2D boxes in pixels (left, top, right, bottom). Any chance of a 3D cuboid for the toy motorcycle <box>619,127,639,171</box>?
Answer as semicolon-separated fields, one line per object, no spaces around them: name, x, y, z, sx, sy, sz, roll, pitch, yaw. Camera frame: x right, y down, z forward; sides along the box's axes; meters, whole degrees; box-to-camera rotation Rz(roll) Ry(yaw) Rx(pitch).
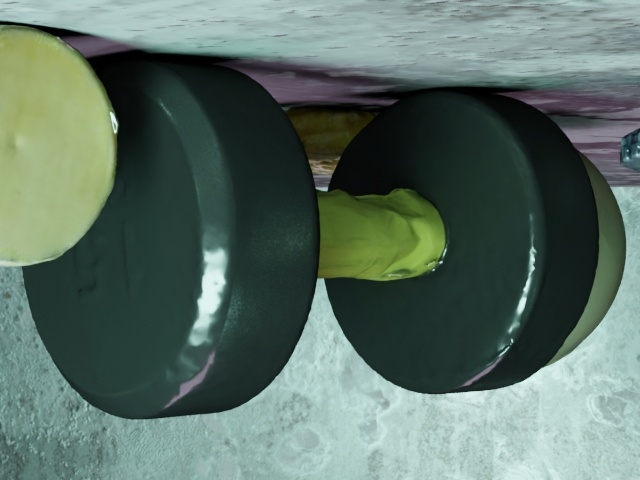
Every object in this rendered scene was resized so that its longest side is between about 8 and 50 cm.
toy motorcycle;0.288;-0.061;0.865;0.118;0.084;0.212;11;168;-39

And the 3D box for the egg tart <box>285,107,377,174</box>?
egg tart;0.006;-0.079;1.126;0.129;0.049;0.129;1;-174;0

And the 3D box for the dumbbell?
dumbbell;0.000;0.000;0.895;0.322;0.203;0.204;1;180;-42

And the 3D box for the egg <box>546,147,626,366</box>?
egg;0.141;0.007;1.225;0.269;0.219;0.219;-7;-176;-37

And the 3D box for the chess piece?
chess piece;-0.285;-0.051;0.804;0.397;0.117;0.117;3;-178;41
